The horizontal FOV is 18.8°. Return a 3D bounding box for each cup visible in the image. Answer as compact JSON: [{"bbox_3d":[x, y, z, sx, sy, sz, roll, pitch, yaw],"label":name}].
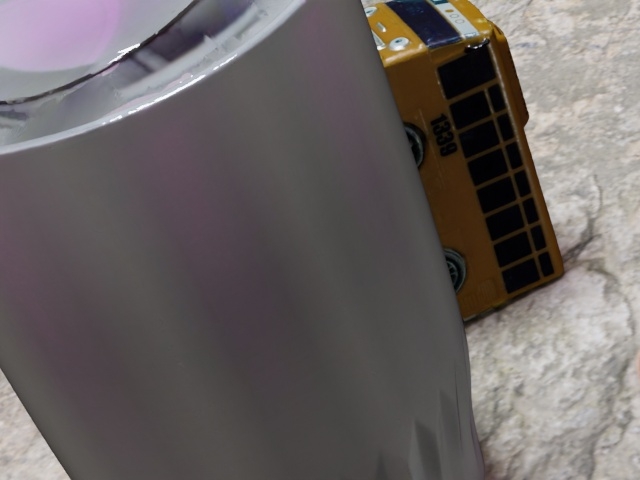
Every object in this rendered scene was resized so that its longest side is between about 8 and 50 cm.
[{"bbox_3d":[-0.062,0.016,1.028,0.253,0.371,0.253,-16,30,10],"label":"cup"}]

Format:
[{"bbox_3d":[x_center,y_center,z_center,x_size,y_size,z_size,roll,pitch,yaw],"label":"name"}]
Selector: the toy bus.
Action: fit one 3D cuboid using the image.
[{"bbox_3d":[0.078,-0.057,1.221,0.114,0.201,0.098,-24,30,-7],"label":"toy bus"}]
